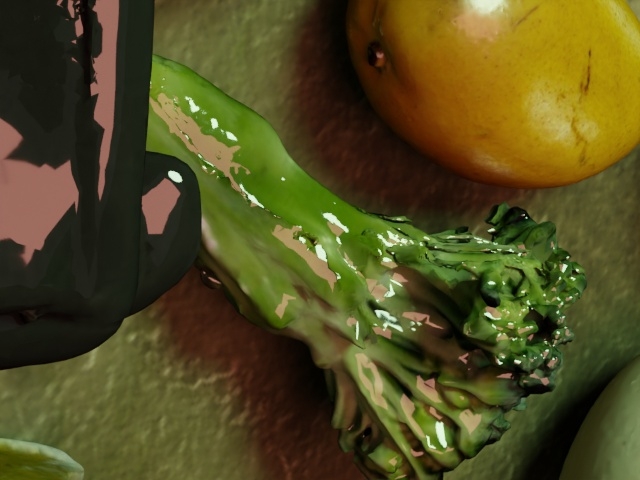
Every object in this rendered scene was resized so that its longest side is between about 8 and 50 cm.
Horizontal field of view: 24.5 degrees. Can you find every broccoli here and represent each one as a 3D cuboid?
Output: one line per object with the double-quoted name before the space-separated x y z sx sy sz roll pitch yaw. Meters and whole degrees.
"broccoli" -0.003 -0.001 0.761 0.304 0.145 0.165 35 122 -22

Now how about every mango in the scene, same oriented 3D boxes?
"mango" 0.110 -0.099 0.800 0.219 0.112 0.144 19 89 -37

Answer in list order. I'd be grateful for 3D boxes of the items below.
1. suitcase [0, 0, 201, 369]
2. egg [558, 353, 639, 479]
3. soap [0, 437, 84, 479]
"suitcase" -0.217 -0.122 0.535 0.340 0.188 0.345 -3 113 -13
"egg" 0.235 0.175 0.916 0.264 0.174 0.286 -5 131 -32
"soap" -0.266 0.240 0.643 0.293 0.156 0.335 17 92 -28
